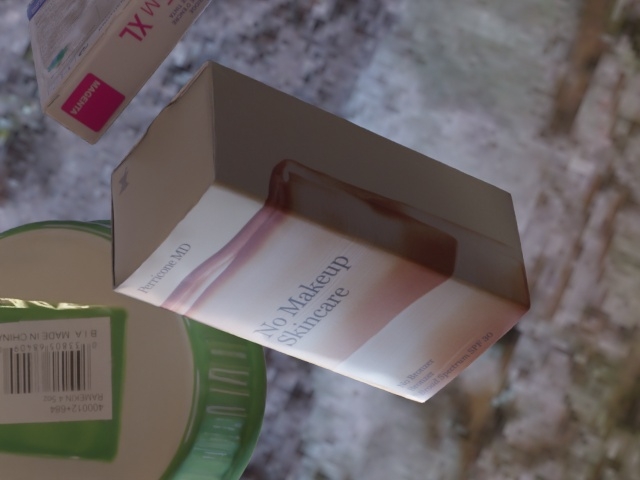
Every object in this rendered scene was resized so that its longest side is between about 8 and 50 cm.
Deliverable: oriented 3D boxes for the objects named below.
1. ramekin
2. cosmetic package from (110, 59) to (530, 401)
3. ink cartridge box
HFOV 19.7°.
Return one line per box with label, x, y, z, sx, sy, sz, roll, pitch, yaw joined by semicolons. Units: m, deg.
ramekin;-0.210;0.123;1.592;0.303;0.303;0.148;-66;165;-1
cosmetic package;0.000;0.000;1.429;0.153;0.296;0.129;-46;-145;37
ink cartridge box;-0.172;-0.213;1.585;0.186;0.065;0.311;-50;-155;10
